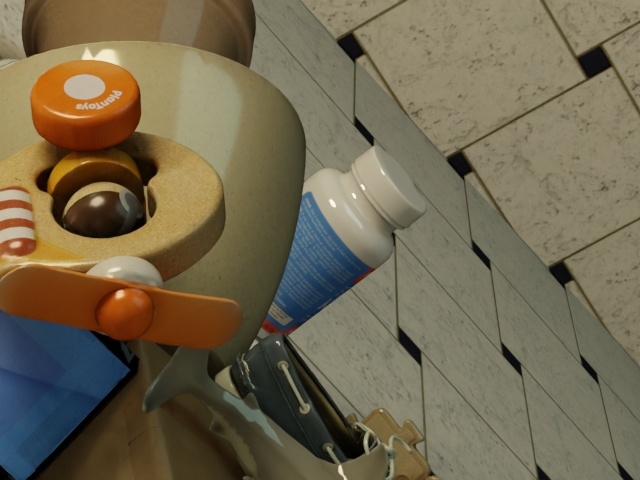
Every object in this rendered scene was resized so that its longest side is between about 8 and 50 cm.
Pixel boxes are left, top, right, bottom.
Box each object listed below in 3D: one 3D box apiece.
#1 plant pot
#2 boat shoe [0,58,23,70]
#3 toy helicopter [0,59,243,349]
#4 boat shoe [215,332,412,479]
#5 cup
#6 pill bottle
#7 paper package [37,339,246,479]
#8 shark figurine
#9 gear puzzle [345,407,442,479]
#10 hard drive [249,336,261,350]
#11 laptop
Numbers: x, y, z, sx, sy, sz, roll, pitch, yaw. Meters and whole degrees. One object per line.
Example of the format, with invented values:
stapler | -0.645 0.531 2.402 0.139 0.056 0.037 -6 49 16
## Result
plant pot | -0.210 -0.169 2.126 0.263 0.263 0.229 41 39 -36
boat shoe | -0.311 -0.136 1.935 0.219 0.070 0.078 -56 143 -63
toy helicopter | -0.217 0.026 1.402 0.235 0.355 0.140 38 -37 34
boat shoe | 0.019 0.183 1.646 0.254 0.079 0.095 49 14 -10
cup | -0.168 0.019 1.709 0.331 0.331 0.237 36 38 -45
pill bottle | 0.000 0.000 2.094 0.124 0.221 0.124 48 16 -19
paper package | -0.084 0.288 1.573 0.325 0.168 0.309 41 18 -34
shark figurine | -0.013 0.173 1.515 0.278 0.116 0.166 56 14 6
gear puzzle | 0.040 0.250 1.763 0.339 0.175 0.044 52 22 17
hard drive | -0.114 0.134 2.009 0.237 0.064 0.339 45 17 -27
laptop | -0.287 0.092 1.422 0.234 0.136 0.264 43 16 -1
